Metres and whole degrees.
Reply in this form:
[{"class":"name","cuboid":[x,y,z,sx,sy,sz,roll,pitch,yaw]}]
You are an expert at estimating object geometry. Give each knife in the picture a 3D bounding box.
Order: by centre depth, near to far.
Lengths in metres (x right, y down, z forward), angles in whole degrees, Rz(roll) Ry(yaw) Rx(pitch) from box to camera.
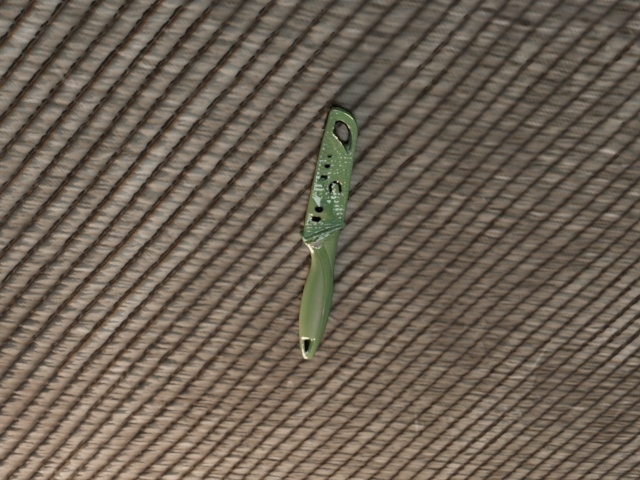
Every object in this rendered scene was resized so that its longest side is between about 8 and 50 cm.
[{"class":"knife","cuboid":[0.000,0.001,1.157,0.043,0.020,0.293,3,124,-11]}]
